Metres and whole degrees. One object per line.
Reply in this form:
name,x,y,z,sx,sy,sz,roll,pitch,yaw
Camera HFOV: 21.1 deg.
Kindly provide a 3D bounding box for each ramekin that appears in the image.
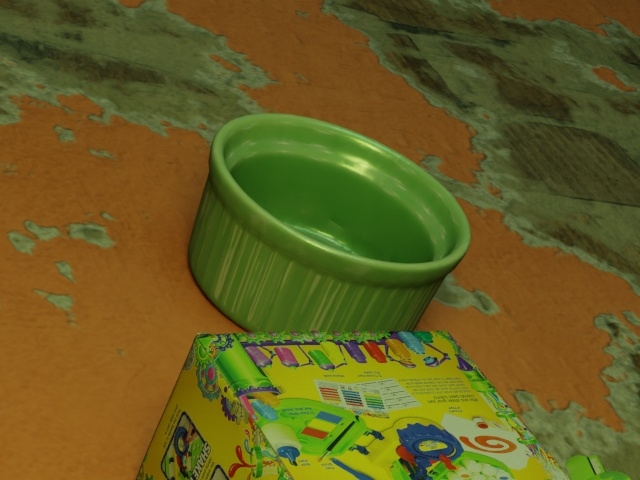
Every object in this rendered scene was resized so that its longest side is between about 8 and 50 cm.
ramekin,0.000,0.000,1.905,0.303,0.148,0.303,18,28,-10

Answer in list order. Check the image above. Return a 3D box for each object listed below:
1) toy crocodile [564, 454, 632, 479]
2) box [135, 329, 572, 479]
toy crocodile,0.289,0.327,1.618,0.115,0.105,0.340,57,8,-33
box,0.041,0.231,1.504,0.290,0.177,0.279,2,34,-36
